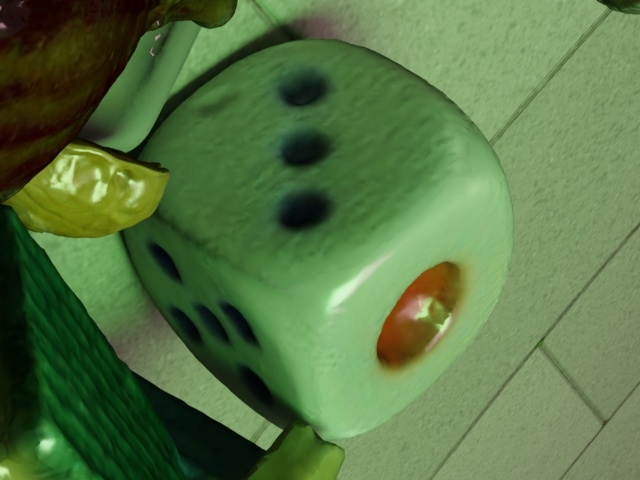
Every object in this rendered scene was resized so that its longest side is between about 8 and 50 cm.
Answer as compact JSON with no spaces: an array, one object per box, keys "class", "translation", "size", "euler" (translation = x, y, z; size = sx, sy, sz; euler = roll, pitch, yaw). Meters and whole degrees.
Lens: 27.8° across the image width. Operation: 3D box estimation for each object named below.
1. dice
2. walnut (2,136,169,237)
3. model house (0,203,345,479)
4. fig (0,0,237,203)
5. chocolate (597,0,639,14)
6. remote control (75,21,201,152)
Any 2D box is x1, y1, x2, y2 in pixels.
[{"class":"dice","translation":[0.000,0.000,0.840],"size":[0.193,0.192,0.194],"euler":[-40,146,-20]},{"class":"walnut","translation":[-0.133,-0.029,0.658],"size":[0.121,0.091,0.052],"euler":[16,95,-51]},{"class":"model house","translation":[-0.181,0.172,0.706],"size":[0.342,0.335,0.382],"euler":[-52,146,-20]},{"class":"fig","translation":[-0.131,-0.120,0.550],"size":[0.321,0.217,0.217],"euler":[-17,135,-53]},{"class":"chocolate","translation":[0.309,-0.251,1.069],"size":[0.248,0.110,0.110],"euler":[-24,140,-30]},{"class":"remote control","translation":[-0.068,-0.185,0.694],"size":[0.109,0.055,0.313],"euler":[6,118,-54]}]
